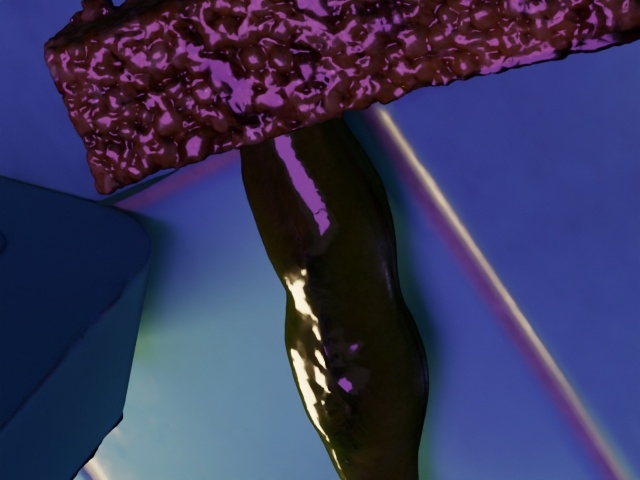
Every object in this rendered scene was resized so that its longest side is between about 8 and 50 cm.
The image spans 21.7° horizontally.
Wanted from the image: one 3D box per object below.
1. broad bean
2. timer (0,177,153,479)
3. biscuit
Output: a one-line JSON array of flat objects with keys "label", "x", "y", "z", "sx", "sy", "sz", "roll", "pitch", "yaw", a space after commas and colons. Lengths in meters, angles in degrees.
[{"label": "broad bean", "x": 0.001, "y": 0.000, "z": 0.612, "sx": 0.060, "sy": 0.043, "sz": 0.297, "roll": 5, "pitch": 125, "yaw": 36}, {"label": "timer", "x": -0.218, "y": 0.038, "z": 0.638, "sx": 0.250, "sy": 0.232, "sz": 0.091, "roll": 23, "pitch": 131, "yaw": 11}, {"label": "biscuit", "x": 0.007, "y": -0.069, "z": 0.528, "sx": 0.199, "sy": 0.034, "sz": 0.064, "roll": -15, "pitch": 110, "yaw": 21}]
